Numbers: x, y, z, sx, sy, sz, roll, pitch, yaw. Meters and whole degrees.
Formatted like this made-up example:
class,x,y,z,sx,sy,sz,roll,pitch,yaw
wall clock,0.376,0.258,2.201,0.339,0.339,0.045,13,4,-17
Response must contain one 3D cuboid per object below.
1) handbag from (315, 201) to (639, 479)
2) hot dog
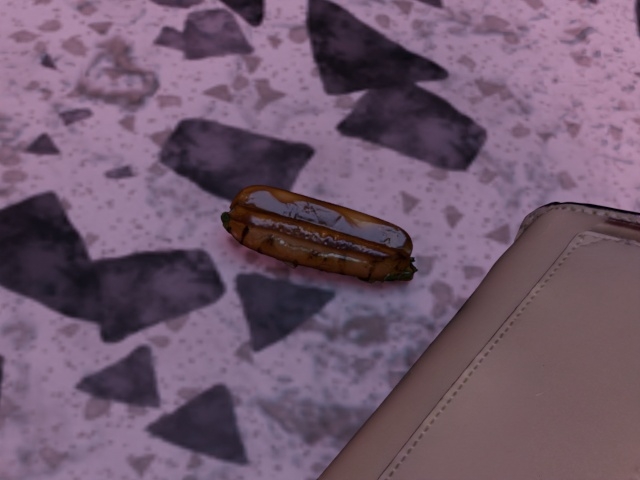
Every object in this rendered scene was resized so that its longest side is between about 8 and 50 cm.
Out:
class,x,y,z,sx,sy,sz,roll,pitch,yaw
handbag,0.117,0.147,0.784,0.236,0.160,0.358,23,46,25
hot dog,0.000,0.000,0.968,0.122,0.037,0.049,18,43,-2
